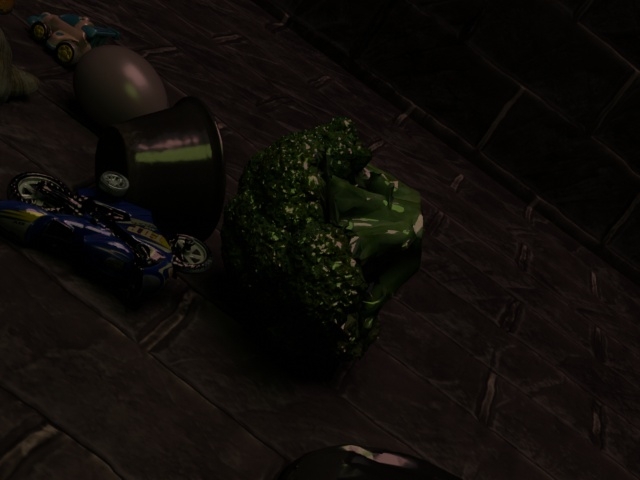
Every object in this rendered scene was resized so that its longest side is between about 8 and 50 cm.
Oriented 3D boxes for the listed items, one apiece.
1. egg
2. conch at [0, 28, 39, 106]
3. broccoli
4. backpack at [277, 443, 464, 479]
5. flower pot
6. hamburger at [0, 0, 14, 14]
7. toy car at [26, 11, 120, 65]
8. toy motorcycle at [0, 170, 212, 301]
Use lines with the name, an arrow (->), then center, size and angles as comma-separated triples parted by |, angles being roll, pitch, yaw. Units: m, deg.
egg -> -0.354, -0.261, 1.934 | 0.199, 0.146, 0.146 | 48, 22, 14
conch -> -0.549, -0.291, 1.670 | 0.386, 0.169, 0.203 | 6, 61, -51
broccoli -> 0.001, 0.008, 1.655 | 0.310, 0.321, 0.413 | 24, 29, -14
backpack -> 0.050, 0.375, 1.018 | 0.363, 0.255, 0.446 | 33, 34, -5
flower pot -> -0.261, -0.110, 1.694 | 0.148, 0.235, 0.235 | -3, 39, -33
hamburger -> -0.640, -0.435, 1.910 | 0.185, 0.113, 0.177 | 36, 21, -3
toy car -> -0.485, -0.411, 2.131 | 0.161, 0.098, 0.126 | 42, 19, 13
toy motorcycle -> -0.301, -0.003, 1.504 | 0.315, 0.113, 0.169 | 22, 32, -12
